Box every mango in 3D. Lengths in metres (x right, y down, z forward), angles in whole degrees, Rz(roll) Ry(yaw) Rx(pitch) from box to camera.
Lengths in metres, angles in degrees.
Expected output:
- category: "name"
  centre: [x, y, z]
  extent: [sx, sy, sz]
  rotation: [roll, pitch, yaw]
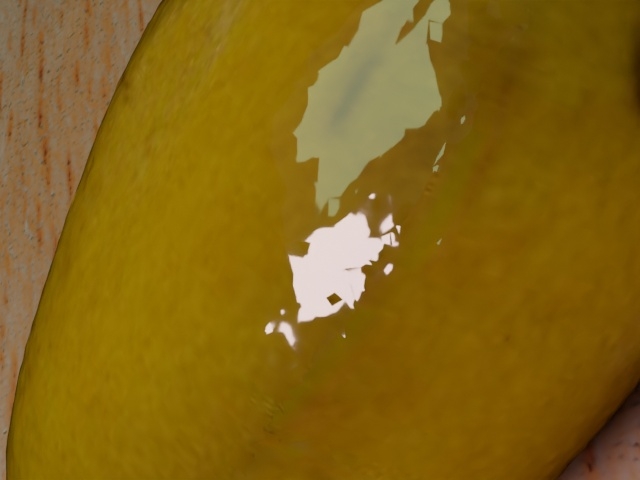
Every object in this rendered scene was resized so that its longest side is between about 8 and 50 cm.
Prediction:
- category: "mango"
  centre: [0.000, 0.000, 0.528]
  extent: [0.445, 0.220, 0.301]
  rotation: [-48, 42, 17]
